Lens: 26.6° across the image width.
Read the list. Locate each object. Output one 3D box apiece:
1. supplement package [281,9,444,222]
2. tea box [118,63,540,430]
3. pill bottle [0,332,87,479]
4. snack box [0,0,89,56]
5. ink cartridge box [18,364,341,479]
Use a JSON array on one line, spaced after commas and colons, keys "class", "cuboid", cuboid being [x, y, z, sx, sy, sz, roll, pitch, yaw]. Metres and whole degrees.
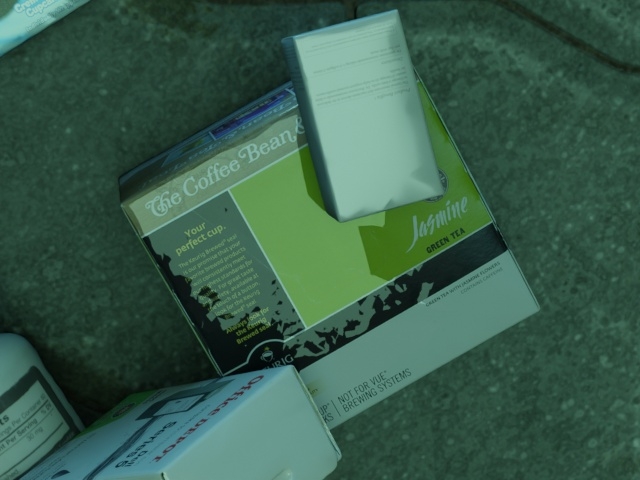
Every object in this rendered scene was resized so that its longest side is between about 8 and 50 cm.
[{"class": "supplement package", "cuboid": [0.038, -0.118, 1.290, 0.105, 0.105, 0.179, -15, 98, -7]}, {"class": "tea box", "cuboid": [0.000, 0.000, 1.469, 0.329, 0.220, 0.323, -29, 104, -3]}, {"class": "pill bottle", "cuboid": [-0.357, 0.230, 1.465, 0.204, 0.204, 0.361, -31, 103, -2]}, {"class": "snack box", "cuboid": [-0.278, -0.347, 1.445, 0.322, 0.060, 0.187, -33, 103, -1]}, {"class": "ink cartridge box", "cuboid": [-0.147, 0.230, 1.327, 0.198, 0.273, 0.114, -37, 104, -44]}]
